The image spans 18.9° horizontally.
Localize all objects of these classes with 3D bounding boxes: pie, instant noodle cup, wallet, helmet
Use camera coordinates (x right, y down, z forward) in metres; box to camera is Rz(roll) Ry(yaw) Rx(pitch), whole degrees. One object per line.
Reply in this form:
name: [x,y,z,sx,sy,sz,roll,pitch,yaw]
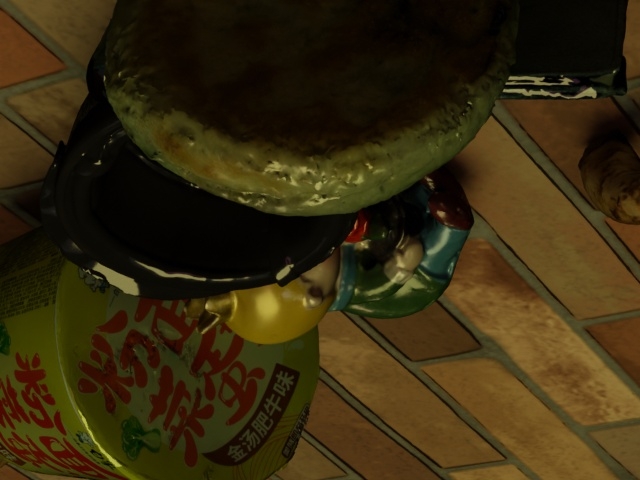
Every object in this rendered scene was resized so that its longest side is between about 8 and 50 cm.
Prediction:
pie: [-0.007,-0.146,1.282,0.303,0.302,0.067,3,147,9]
instant noodle cup: [-0.180,0.095,1.750,0.221,0.311,0.311,-11,146,45]
wallet: [0.031,-0.148,1.385,0.379,0.190,0.046,3,120,9]
helmet: [-0.092,-0.077,1.539,0.230,0.160,0.279,29,140,-30]

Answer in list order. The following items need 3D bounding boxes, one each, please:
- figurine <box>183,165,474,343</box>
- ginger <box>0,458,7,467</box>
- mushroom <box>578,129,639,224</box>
figurine: [0.004,0.009,1.656,0.234,0.127,0.185,5,146,-26]
ginger: [-0.311,0.161,1.898,0.348,0.363,0.122,0,105,-9]
mushroom: [0.323,-0.036,1.446,0.208,0.233,0.301,20,146,-3]
